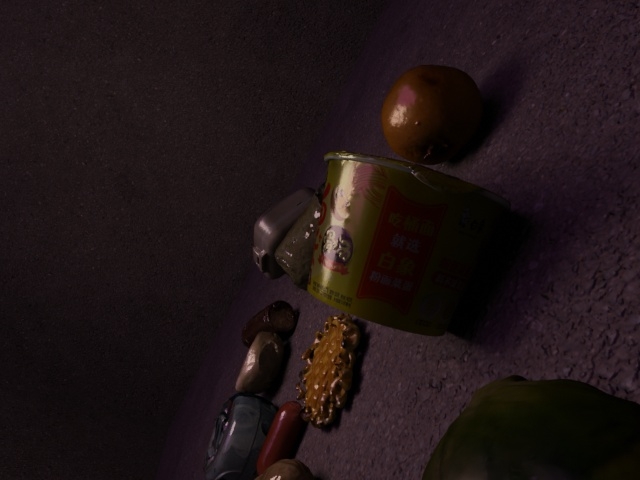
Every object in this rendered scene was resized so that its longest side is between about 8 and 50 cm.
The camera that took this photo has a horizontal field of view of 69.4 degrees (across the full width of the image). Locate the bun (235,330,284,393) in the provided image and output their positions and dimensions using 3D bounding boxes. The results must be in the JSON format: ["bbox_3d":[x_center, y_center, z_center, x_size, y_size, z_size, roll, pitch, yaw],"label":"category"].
[{"bbox_3d":[-0.182,0.396,1.470,0.237,0.116,0.209,102,-170,-87],"label":"bun"}]

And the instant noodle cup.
[{"bbox_3d":[0.119,0.008,0.739,0.311,0.312,0.221,-154,80,-76],"label":"instant noodle cup"}]

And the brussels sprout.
[{"bbox_3d":[0.178,0.209,0.331,0.219,0.210,0.271,-56,0,14],"label":"brussels sprout"}]

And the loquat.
[{"bbox_3d":[0.228,-0.259,0.959,0.208,0.208,0.208,-58,16,26],"label":"loquat"}]

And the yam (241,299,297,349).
[{"bbox_3d":[-0.184,0.300,1.634,0.280,0.131,0.130,-43,25,52],"label":"yam"}]

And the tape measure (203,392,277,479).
[{"bbox_3d":[-0.232,0.566,1.292,0.274,0.147,0.256,-69,15,-15],"label":"tape measure"}]

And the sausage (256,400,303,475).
[{"bbox_3d":[-0.095,0.477,1.101,0.193,0.077,0.077,-65,14,-9],"label":"sausage"}]

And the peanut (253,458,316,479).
[{"bbox_3d":[-0.079,0.507,0.922,0.256,0.124,0.123,122,166,-51],"label":"peanut"}]

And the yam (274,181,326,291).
[{"bbox_3d":[0.000,0.000,1.338,0.300,0.195,0.195,-55,17,31],"label":"yam"}]

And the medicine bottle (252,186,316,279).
[{"bbox_3d":[-0.107,-0.017,1.576,0.282,0.123,0.375,-39,-15,-21],"label":"medicine bottle"}]

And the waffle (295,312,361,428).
[{"bbox_3d":[0.012,0.290,1.059,0.280,0.060,0.262,-36,31,62],"label":"waffle"}]
